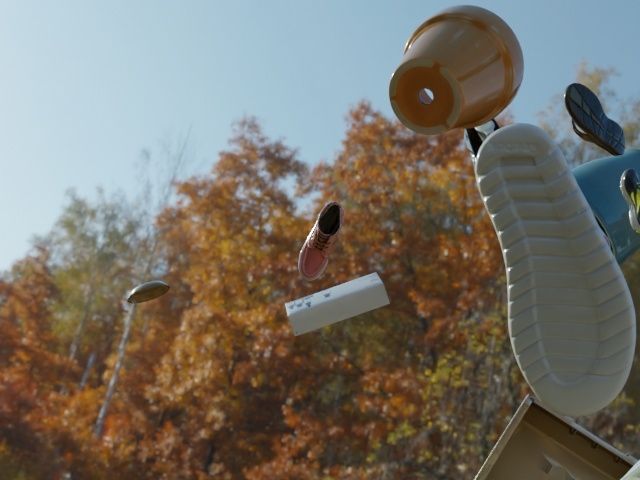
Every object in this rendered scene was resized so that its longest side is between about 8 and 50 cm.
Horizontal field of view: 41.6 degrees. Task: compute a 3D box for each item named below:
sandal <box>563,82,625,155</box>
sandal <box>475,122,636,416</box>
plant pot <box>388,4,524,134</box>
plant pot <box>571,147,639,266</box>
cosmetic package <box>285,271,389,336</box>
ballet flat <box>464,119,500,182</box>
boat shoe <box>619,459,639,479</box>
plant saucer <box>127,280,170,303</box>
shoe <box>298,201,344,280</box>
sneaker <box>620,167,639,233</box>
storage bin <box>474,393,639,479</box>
[{"bbox_3d":[0.577,-0.250,1.803,0.219,0.090,0.060,30,-24,-35],"label":"sandal"},{"bbox_3d":[0.337,0.036,1.189,0.169,0.417,0.102,-13,-1,21],"label":"sandal"},{"bbox_3d":[0.208,-0.266,1.395,0.205,0.188,0.205,16,-56,26],"label":"plant pot"},{"bbox_3d":[0.707,-0.086,2.058,0.272,0.255,0.272,51,-16,21],"label":"plant pot"},{"bbox_3d":[0.038,0.150,2.017,0.238,0.061,0.099,-19,17,-2],"label":"cosmetic package"},{"bbox_3d":[0.330,-0.151,1.599,0.095,0.281,0.096,-22,-43,3],"label":"ballet flat"},{"bbox_3d":[0.275,0.266,0.722,0.109,0.302,0.094,49,13,17],"label":"boat shoe"},{"bbox_3d":[-0.324,0.095,1.580,0.083,0.015,0.083,-21,-16,-6],"label":"plant saucer"},{"bbox_3d":[0.000,0.000,1.777,0.063,0.178,0.081,23,-1,2],"label":"shoe"},{"bbox_3d":[0.386,-0.050,1.009,0.031,0.083,0.035,5,-23,-36],"label":"sneaker"},{"bbox_3d":[0.373,0.414,1.307,0.262,0.260,0.123,32,-12,17],"label":"storage bin"}]
